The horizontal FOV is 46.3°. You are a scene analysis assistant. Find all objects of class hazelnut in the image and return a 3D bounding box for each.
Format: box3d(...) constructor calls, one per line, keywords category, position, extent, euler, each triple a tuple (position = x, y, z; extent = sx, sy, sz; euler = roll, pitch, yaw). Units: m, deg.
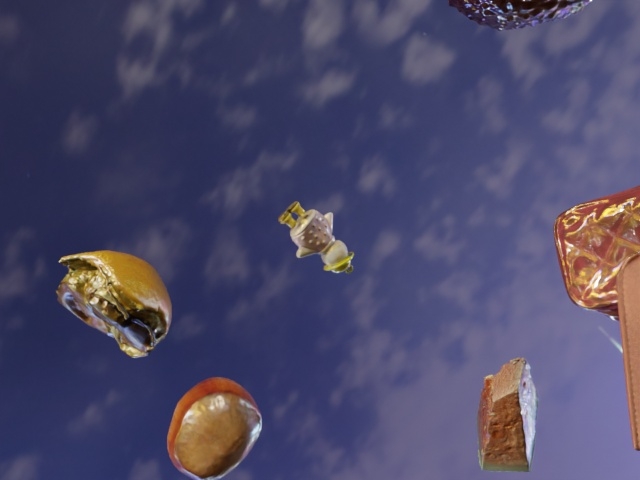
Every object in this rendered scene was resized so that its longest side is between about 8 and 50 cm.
box3d(category="hazelnut", position=(-0.225, 0.382, 1.537), extent=(0.214, 0.214, 0.176), euler=(-43, -68, 8))

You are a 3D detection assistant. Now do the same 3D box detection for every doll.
box3d(category="doll", position=(0.000, 0.000, 1.644), extent=(0.207, 0.081, 0.129), euler=(45, -112, -17))

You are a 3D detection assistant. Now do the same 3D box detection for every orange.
box3d(category="orange", position=(-0.268, 0.074, 0.999), extent=(0.112, 0.160, 0.170), euler=(-39, -79, -32))

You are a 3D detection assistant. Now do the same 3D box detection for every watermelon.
box3d(category="watermelon", position=(0.404, 0.356, 1.618), extent=(0.139, 0.193, 0.257), euler=(0, -44, 14))

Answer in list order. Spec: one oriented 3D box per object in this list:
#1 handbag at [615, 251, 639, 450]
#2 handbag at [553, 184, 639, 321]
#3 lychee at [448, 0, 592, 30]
box3d(category="handbag", position=(0.325, 0.074, 0.523), extent=(0.212, 0.157, 0.059), euler=(-7, -7, 23))
box3d(category="handbag", position=(0.400, 0.012, 0.877), extent=(0.225, 0.147, 0.135), euler=(-21, -27, 39))
box3d(category="lychee", position=(0.283, -0.427, 1.073), extent=(0.260, 0.261, 0.261), euler=(-15, -48, -18))
